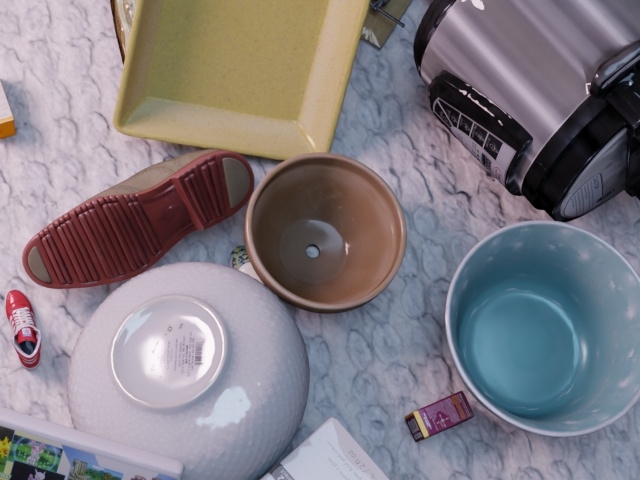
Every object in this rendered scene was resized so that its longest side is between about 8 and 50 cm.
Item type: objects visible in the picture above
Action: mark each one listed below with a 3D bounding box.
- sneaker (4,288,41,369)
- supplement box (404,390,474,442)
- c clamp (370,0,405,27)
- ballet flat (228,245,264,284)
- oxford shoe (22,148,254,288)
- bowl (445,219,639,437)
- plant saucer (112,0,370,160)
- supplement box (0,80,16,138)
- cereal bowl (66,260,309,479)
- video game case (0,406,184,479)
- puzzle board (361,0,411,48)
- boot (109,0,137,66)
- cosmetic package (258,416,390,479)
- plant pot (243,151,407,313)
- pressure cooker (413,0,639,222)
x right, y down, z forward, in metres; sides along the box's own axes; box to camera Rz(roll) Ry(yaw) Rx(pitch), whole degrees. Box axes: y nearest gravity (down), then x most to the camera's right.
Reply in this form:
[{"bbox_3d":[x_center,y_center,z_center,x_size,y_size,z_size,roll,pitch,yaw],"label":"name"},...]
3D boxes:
[{"bbox_3d":[-0.415,0.117,1.893,0.042,0.067,0.118,-15,76,-14],"label":"sneaker"},{"bbox_3d":[0.171,0.254,1.957,0.083,0.055,0.043,-22,79,-15],"label":"supplement box"},{"bbox_3d":[0.115,-0.427,2.171,0.137,0.022,0.161,32,66,8],"label":"c clamp"},{"bbox_3d":[-0.087,0.089,1.960,0.070,0.070,0.188,-13,75,-14],"label":"ballet flat"},{"bbox_3d":[-0.267,-0.032,1.946,0.348,0.130,0.123,-23,110,-17],"label":"oxford shoe"},{"bbox_3d":[0.311,0.141,1.960,0.311,0.163,0.312,3,73,-9],"label":"bowl"},{"bbox_3d":[-0.115,-0.297,1.981,0.332,0.081,0.333,9,113,-16],"label":"plant saucer"},{"bbox_3d":[-0.478,-0.205,1.987,0.036,0.062,0.098,-19,77,-14],"label":"supplement box"},{"bbox_3d":[-0.188,0.173,1.821,0.338,0.141,0.339,-5,62,9],"label":"cereal bowl"},{"bbox_3d":[-0.372,0.371,1.748,0.329,0.036,0.300,18,108,-3],"label":"video game case"},{"bbox_3d":[0.086,-0.377,2.166,0.096,0.011,0.128,31,70,2],"label":"puzzle board"},{"bbox_3d":[-0.231,-0.341,2.065,0.165,0.077,0.213,-11,82,-12],"label":"boot"},{"bbox_3d":[-0.011,0.363,1.839,0.183,0.151,0.151,-40,82,-18],"label":"cosmetic package"},{"bbox_3d":[0.000,0.000,1.976,0.237,0.110,0.237,4,71,-11],"label":"plant pot"},{"bbox_3d":[0.386,-0.232,1.955,0.369,0.375,0.420,-22,66,-44],"label":"pressure cooker"}]
